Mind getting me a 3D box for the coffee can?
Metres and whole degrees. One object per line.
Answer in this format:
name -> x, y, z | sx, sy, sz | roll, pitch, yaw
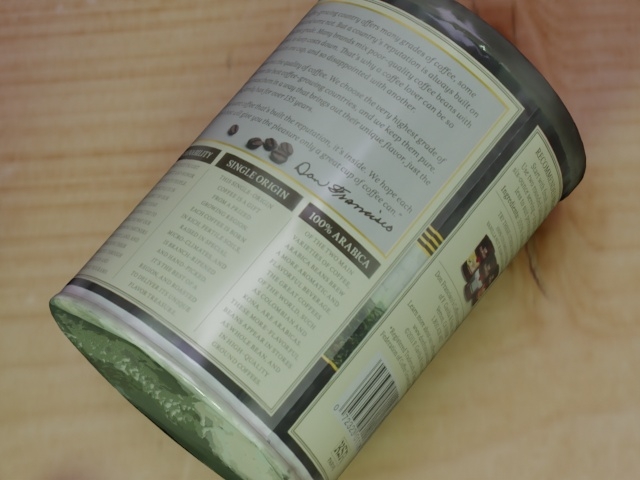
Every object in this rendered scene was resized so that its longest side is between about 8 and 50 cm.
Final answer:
coffee can -> 0.000, 0.000, 1.069 | 0.201, 0.201, 0.275 | 34, 73, 21
